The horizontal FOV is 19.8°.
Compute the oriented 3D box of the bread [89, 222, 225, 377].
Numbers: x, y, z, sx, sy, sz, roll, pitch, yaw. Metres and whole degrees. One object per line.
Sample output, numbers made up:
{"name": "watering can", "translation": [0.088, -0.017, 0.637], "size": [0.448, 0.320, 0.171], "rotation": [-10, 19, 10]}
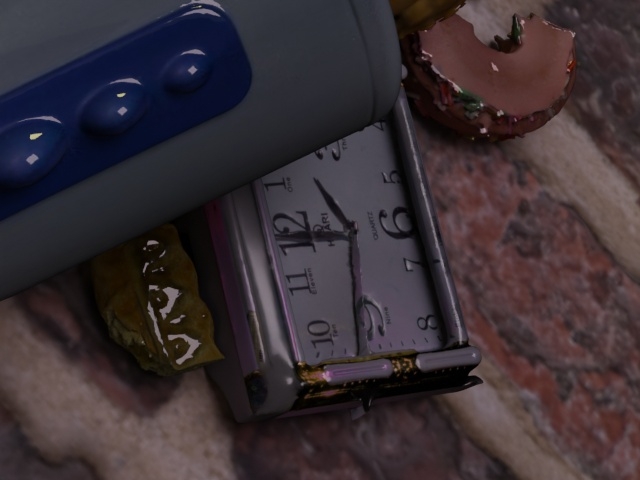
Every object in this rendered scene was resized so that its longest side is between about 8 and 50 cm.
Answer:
{"name": "bread", "translation": [-0.110, 0.036, 1.175], "size": [0.066, 0.060, 0.110], "rotation": [-22, 82, 7]}

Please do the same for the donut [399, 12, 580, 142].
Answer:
{"name": "donut", "translation": [0.118, -0.123, 1.366], "size": [0.166, 0.065, 0.117], "rotation": [15, 63, -24]}

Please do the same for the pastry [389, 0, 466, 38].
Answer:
{"name": "pastry", "translation": [0.010, -0.289, 1.253], "size": [0.255, 0.162, 0.311], "rotation": [5, 108, 3]}

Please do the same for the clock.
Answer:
{"name": "clock", "translation": [0.000, 0.000, 1.239], "size": [0.186, 0.083, 0.253], "rotation": [-5, 74, -31]}

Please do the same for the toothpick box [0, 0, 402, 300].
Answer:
{"name": "toothpick box", "translation": [-0.152, -0.101, 1.050], "size": [0.355, 0.263, 0.263], "rotation": [-27, 86, -9]}
